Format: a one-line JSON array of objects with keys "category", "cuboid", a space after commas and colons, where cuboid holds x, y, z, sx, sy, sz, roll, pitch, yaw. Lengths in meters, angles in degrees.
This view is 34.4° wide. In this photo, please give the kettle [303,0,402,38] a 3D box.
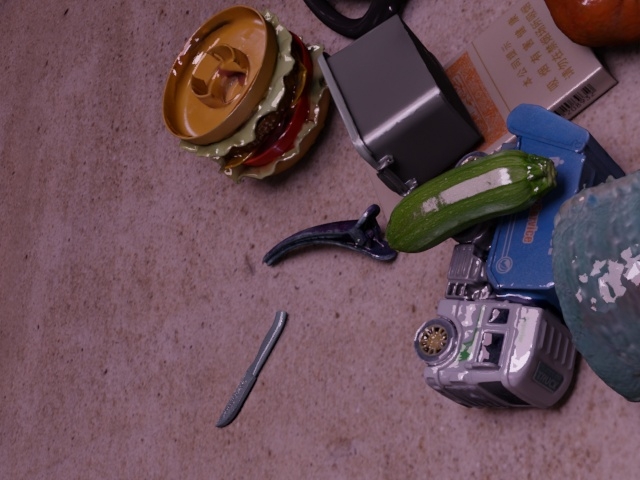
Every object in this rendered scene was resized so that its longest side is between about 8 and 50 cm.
[{"category": "kettle", "cuboid": [0.052, -0.478, 1.719, 0.290, 0.207, 0.268, 32, 122, 41]}]

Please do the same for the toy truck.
[{"category": "toy truck", "cuboid": [0.242, 0.020, 1.242, 0.175, 0.146, 0.367, 2, 69, 42]}]

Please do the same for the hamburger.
[{"category": "hamburger", "cuboid": [-0.105, -0.229, 1.694, 0.274, 0.212, 0.274, -21, 55, 33]}]

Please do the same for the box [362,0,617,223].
[{"category": "box", "cuboid": [0.218, -0.177, 1.450, 0.365, 0.051, 0.205, -40, 45, 23]}]

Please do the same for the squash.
[{"category": "squash", "cuboid": [0.168, -0.047, 1.191, 0.219, 0.068, 0.077, -22, 72, 29]}]

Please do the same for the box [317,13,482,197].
[{"category": "box", "cuboid": [0.111, -0.188, 1.416, 0.135, 0.163, 0.243, -34, 45, 16]}]

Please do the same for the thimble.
[{"category": "thimble", "cuboid": [0.341, 0.039, 1.074, 0.143, 0.198, 0.235, -28, 80, 33]}]

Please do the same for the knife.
[{"category": "knife", "cuboid": [-0.105, 0.201, 1.598, 0.028, 0.015, 0.210, 28, 90, 43]}]

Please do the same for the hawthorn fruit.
[{"category": "hawthorn fruit", "cuboid": [0.364, -0.350, 1.316, 0.207, 0.207, 0.243, -54, 3, 9]}]

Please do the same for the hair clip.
[{"category": "hair clip", "cuboid": [0.000, 0.000, 1.571, 0.275, 0.083, 0.048, -8, 22, 49]}]
